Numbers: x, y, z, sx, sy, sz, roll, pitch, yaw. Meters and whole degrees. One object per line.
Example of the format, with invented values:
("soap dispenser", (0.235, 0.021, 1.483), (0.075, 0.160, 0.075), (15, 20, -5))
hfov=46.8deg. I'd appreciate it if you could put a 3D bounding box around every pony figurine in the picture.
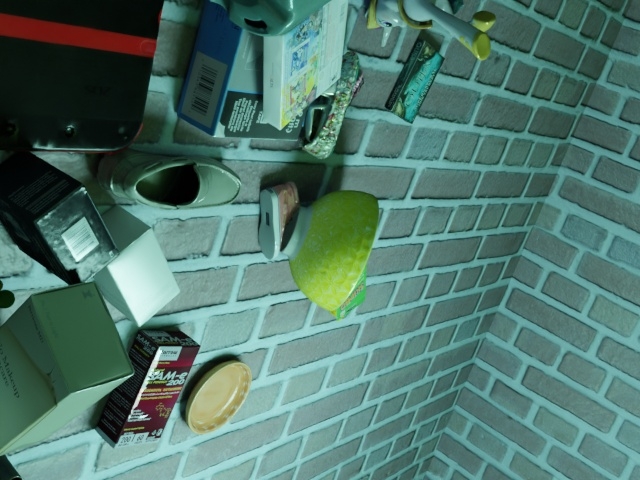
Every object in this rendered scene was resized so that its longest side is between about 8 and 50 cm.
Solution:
("pony figurine", (0.175, -0.524, 1.416), (0.303, 0.363, 0.351), (-35, 125, -23))

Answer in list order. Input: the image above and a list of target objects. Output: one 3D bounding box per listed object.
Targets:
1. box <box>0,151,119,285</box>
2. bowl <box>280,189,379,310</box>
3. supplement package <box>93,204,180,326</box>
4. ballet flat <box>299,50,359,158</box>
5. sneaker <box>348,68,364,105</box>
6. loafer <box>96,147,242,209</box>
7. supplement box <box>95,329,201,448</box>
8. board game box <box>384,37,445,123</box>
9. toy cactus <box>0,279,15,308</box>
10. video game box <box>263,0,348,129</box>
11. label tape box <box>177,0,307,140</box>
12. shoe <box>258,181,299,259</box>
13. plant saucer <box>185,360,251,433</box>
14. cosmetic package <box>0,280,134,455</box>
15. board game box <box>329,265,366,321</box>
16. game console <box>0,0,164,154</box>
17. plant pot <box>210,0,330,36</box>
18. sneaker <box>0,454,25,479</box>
("box", (-0.408, -0.032, 1.115), (0.093, 0.158, 0.156), (-44, 145, -27))
("bowl", (0.000, 0.000, 1.681), (0.156, 0.289, 0.289), (22, 100, -14))
("supplement package", (-0.343, 0.046, 1.321), (0.105, 0.105, 0.179), (-42, 145, -25))
("ballet flat", (0.016, -0.290, 1.577), (0.077, 0.091, 0.241), (8, 106, -29))
("sneaker", (0.062, -0.323, 1.648), (0.119, 0.047, 0.057), (-57, 159, -3))
("loafer", (-0.249, -0.098, 1.327), (0.319, 0.111, 0.112), (-1, 116, -54))
("supplement box", (-0.358, 0.308, 1.543), (0.130, 0.073, 0.239), (12, 105, -56))
("board game box", (0.236, -0.393, 1.843), (0.126, 0.026, 0.186), (13, 104, -58))
("toy cactus", (-0.533, 0.094, 1.042), (0.112, 0.180, 0.219), (-41, 144, 8))
("video game box", (-0.026, -0.320, 1.269), (0.187, 0.048, 0.205), (-49, 159, -33))
("label tape box", (-0.080, -0.321, 1.383), (0.348, 0.115, 0.249), (-6, 120, -51))
("shoe", (-0.089, -0.044, 1.639), (0.081, 0.063, 0.178), (-24, 129, -36))
("plant saucer", (-0.250, 0.372, 1.779), (0.200, 0.037, 0.200), (-33, 139, -34))
("cosmetic package", (-0.431, 0.205, 1.138), (0.113, 0.160, 0.309), (-12, 160, -49))
("board game box", (0.076, 0.097, 2.011), (0.124, 0.039, 0.259), (-35, 138, -33))
("game console", (-0.392, -0.288, 1.041), (0.387, 0.060, 0.342), (-8, 116, -53))
("plant pot", (-0.024, -0.499, 1.089), (0.334, 0.341, 0.341), (-45, 145, -20))
("sneaker", (-0.576, 0.472, 1.329), (0.083, 0.118, 0.222), (-30, 137, -39))
